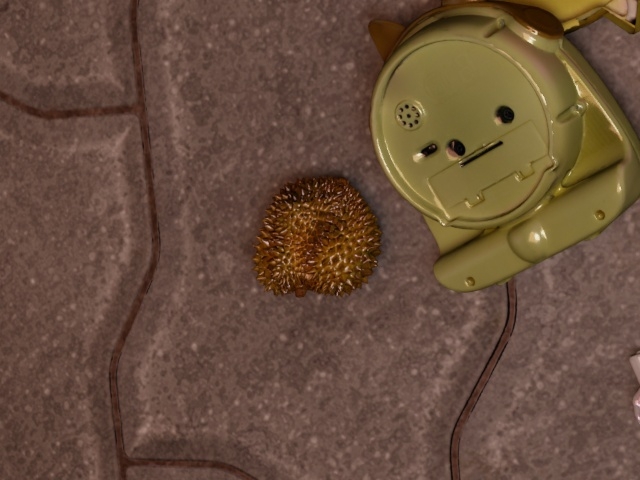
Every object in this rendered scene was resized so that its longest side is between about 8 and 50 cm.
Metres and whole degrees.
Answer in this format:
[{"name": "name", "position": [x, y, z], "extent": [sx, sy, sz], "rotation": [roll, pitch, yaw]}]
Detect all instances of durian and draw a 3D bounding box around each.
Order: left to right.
[{"name": "durian", "position": [0.000, 0.000, 1.982], "extent": [0.158, 0.137, 0.168], "rotation": [17, 93, -1]}]

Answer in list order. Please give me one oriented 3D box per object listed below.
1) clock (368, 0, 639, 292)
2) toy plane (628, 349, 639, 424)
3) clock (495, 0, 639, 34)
[{"name": "clock", "position": [0.187, -0.134, 1.848], "extent": [0.286, 0.117, 0.348], "rotation": [-31, 92, 36]}, {"name": "toy plane", "position": [0.475, 0.150, 1.809], "extent": [0.252, 0.118, 0.252], "rotation": [1, 93, 25]}, {"name": "clock", "position": [0.257, -0.374, 1.830], "extent": [0.293, 0.071, 0.277], "rotation": [20, 116, 26]}]
